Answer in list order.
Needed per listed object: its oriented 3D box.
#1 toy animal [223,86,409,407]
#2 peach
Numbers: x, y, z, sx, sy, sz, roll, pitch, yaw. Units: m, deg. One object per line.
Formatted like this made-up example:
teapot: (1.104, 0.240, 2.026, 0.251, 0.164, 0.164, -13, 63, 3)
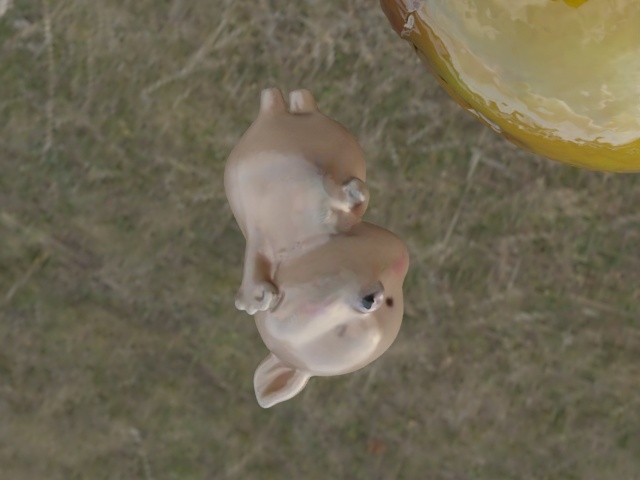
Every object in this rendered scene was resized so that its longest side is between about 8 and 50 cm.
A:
toy animal: (-0.002, 0.000, 0.748, 0.083, 0.089, 0.150, -9, 94, -1)
peach: (0.209, -0.215, 1.050, 0.372, 0.290, 0.373, -1, 139, -1)
